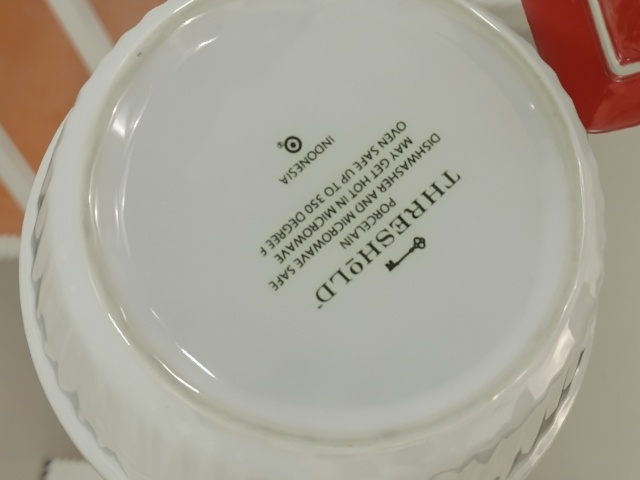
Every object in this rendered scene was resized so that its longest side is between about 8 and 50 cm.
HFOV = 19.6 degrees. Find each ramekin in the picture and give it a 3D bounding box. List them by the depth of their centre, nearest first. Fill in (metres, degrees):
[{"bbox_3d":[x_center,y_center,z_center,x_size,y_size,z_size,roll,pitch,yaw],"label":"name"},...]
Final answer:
[{"bbox_3d":[0.000,0.000,0.809,0.272,0.127,0.273,2,73,-5],"label":"ramekin"}]

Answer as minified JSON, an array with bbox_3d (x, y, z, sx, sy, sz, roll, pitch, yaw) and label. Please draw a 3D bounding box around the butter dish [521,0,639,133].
[{"bbox_3d":[0.172,-0.152,0.895,0.160,0.160,0.118,-17,16,12],"label":"butter dish"}]
